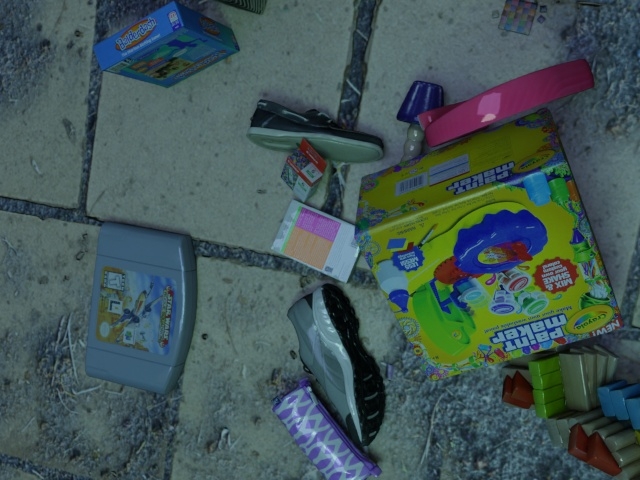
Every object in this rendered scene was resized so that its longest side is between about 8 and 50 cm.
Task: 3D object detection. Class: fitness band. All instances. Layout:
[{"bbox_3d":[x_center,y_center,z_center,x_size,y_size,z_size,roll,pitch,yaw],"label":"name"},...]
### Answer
[{"bbox_3d":[0.263,-0.193,1.110,0.209,0.290,0.054,-15,97,42],"label":"fitness band"}]

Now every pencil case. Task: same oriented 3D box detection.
[{"bbox_3d":[0.008,0.329,1.327,0.088,0.086,0.206,-44,81,25],"label":"pencil case"}]

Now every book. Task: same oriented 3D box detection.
[{"bbox_3d":[0.000,0.000,1.341,0.144,0.035,0.096,24,97,15],"label":"book"}]

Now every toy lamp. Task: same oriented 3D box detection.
[{"bbox_3d":[0.143,-0.116,1.264,0.080,0.080,0.275,14,100,17],"label":"toy lamp"}]

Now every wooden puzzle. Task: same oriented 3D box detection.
[{"bbox_3d":[0.309,-0.350,1.230,0.083,0.006,0.049,18,99,16],"label":"wooden puzzle"}]

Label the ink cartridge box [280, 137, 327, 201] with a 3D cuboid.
[{"bbox_3d":[-0.029,-0.115,1.304,0.029,0.115,0.063,-39,81,-22],"label":"ink cartridge box"}]

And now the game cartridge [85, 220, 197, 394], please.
[{"bbox_3d":[-0.326,0.125,1.446,0.198,0.062,0.298,10,96,22],"label":"game cartridge"}]

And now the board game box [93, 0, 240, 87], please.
[{"bbox_3d":[-0.250,-0.320,1.311,0.160,0.210,0.047,-23,85,17],"label":"board game box"}]

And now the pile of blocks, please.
[{"bbox_3d":[0.374,0.242,1.094,0.362,0.112,0.149,32,125,50],"label":"pile of blocks"}]

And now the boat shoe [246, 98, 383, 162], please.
[{"bbox_3d":[-0.005,-0.184,1.308,0.232,0.084,0.079,13,71,12],"label":"boat shoe"}]

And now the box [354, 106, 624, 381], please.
[{"bbox_3d":[0.239,0.012,1.130,0.289,0.177,0.279,-20,118,19],"label":"box"}]

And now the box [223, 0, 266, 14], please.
[{"bbox_3d":[-0.174,-0.439,1.243,0.113,0.275,0.094,21,101,16],"label":"box"}]

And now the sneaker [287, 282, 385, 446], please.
[{"bbox_3d":[0.027,0.213,1.319,0.108,0.100,0.272,-26,80,28],"label":"sneaker"}]
